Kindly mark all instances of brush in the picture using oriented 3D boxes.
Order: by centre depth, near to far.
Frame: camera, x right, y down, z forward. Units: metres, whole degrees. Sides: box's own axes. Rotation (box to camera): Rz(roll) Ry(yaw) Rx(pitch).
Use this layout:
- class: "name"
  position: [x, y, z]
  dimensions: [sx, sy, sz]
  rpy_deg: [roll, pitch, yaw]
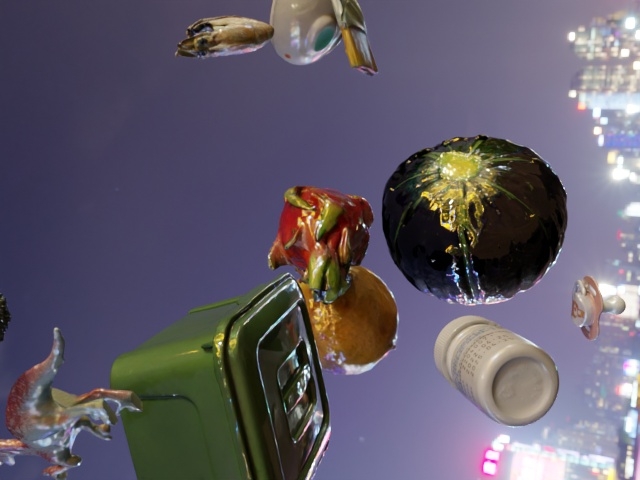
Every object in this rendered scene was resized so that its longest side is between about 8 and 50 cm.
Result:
- class: "brush"
  position: [0.014, -0.378, 0.956]
  dimensions: [0.085, 0.020, 0.336]
  rpy_deg: [-7, -101, -65]

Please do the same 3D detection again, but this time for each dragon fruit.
- class: "dragon fruit"
  position: [0.006, 0.015, 1.346]
  dimensions: [0.200, 0.198, 0.269]
  rpy_deg: [61, -161, -59]

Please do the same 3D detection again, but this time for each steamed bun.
- class: "steamed bun"
  position: [-0.009, -0.439, 1.369]
  dimensions: [0.177, 0.131, 0.228]
  rpy_deg: [-33, -41, -71]

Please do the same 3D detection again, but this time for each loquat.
- class: "loquat"
  position: [0.042, 0.157, 1.471]
  dimensions: [0.193, 0.238, 0.238]
  rpy_deg: [103, 180, -72]

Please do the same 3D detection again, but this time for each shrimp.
- class: "shrimp"
  position: [-0.168, -0.334, 1.189]
  dimensions: [0.223, 0.126, 0.047]
  rpy_deg: [-34, -39, -49]

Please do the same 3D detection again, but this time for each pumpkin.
- class: "pumpkin"
  position: [0.252, -0.012, 1.178]
  dimensions: [0.296, 0.296, 0.295]
  rpy_deg: [5, -90, -66]

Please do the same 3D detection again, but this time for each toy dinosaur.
- class: "toy dinosaur"
  position: [-0.253, 0.153, 0.664]
  dimensions: [0.242, 0.167, 0.053]
  rpy_deg: [92, 175, -53]

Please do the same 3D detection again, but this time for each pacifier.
- class: "pacifier"
  position: [0.409, 0.095, 1.079]
  dimensions: [0.081, 0.078, 0.099]
  rpy_deg: [-99, 4, -60]

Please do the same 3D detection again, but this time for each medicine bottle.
- class: "medicine bottle"
  position: [0.215, 0.159, 0.915]
  dimensions: [0.168, 0.105, 0.105]
  rpy_deg: [-146, 58, -79]

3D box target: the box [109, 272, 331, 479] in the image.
- class: "box"
  position: [-0.108, 0.192, 0.900]
  dimensions: [0.329, 0.178, 0.252]
  rpy_deg: [-35, -65, -78]

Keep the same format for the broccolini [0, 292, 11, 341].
- class: "broccolini"
  position: [-0.352, 0.068, 0.577]
  dimensions: [0.203, 0.091, 0.068]
  rpy_deg: [-6, -44, -34]
